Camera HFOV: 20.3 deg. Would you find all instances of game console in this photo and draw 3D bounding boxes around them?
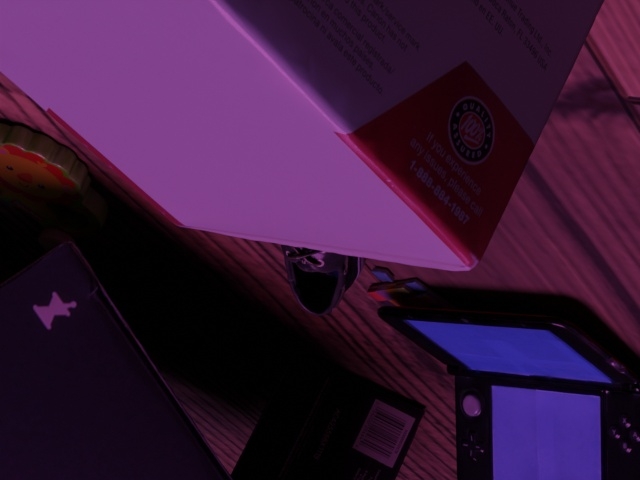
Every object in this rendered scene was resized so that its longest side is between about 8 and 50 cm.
[{"bbox_3d":[0.109,0.098,1.010,0.085,0.124,0.144,-4,-176,-43],"label":"game console"}]

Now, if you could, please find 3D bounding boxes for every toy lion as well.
[{"bbox_3d":[-0.172,-0.035,1.101,0.100,0.034,0.096,35,151,-25],"label":"toy lion"}]

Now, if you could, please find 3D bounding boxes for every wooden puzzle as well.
[{"bbox_3d":[0.059,0.039,1.040,0.083,0.006,0.049,34,158,-24],"label":"wooden puzzle"}]

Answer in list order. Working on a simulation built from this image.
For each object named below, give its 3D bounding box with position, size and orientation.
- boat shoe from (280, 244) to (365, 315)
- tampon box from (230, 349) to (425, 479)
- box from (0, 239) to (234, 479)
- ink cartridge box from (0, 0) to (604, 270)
[{"bbox_3d":[0.000,0.000,0.961,0.049,0.040,0.142,20,160,15],"label":"boat shoe"},{"bbox_3d":[-0.007,0.168,1.274,0.101,0.120,0.161,26,160,1],"label":"tampon box"},{"bbox_3d":[-0.199,0.191,1.214,0.293,0.212,0.395,56,163,-4],"label":"box"},{"bbox_3d":[0.002,-0.103,0.503,0.127,0.176,0.128,8,154,45],"label":"ink cartridge box"}]
